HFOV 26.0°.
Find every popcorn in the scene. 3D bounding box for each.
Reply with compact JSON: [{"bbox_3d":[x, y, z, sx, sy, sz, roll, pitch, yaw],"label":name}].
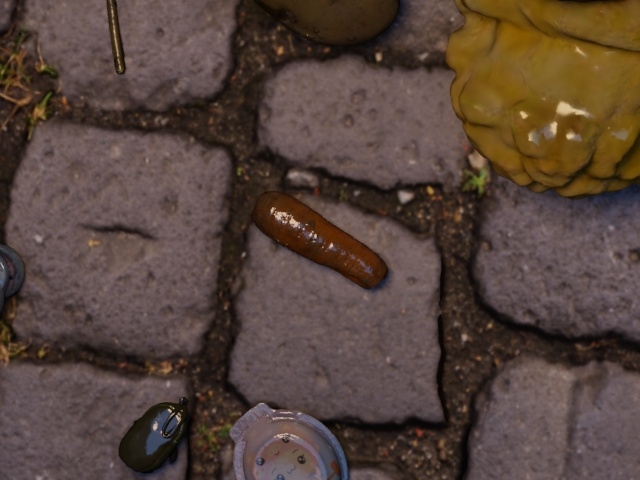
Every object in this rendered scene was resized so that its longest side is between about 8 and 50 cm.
[{"bbox_3d":[0.298,-0.219,1.510,0.349,0.382,0.349,-2,79,11],"label":"popcorn"}]

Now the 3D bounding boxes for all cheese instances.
[{"bbox_3d":[-0.013,0.307,1.710,0.135,0.052,0.244,-42,89,6],"label":"cheese"}]

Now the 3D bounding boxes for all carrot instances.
[{"bbox_3d":[0.000,0.000,1.689,0.186,0.060,0.060,30,95,2],"label":"carrot"}]

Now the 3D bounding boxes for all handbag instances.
[{"bbox_3d":[-0.202,0.243,1.726,0.072,0.047,0.111,40,96,7],"label":"handbag"}]

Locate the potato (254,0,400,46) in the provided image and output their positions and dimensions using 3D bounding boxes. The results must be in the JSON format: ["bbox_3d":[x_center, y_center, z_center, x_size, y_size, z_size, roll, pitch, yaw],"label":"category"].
[{"bbox_3d":[-0.024,-0.329,1.619,0.262,0.165,0.165,34,96,3],"label":"potato"}]

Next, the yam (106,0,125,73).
[{"bbox_3d":[-0.255,-0.259,1.718,0.014,0.014,0.107,-8,93,6],"label":"yam"}]

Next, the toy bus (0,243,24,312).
[{"bbox_3d":[-0.521,0.006,1.677,0.232,0.197,0.294,-18,93,16],"label":"toy bus"}]
